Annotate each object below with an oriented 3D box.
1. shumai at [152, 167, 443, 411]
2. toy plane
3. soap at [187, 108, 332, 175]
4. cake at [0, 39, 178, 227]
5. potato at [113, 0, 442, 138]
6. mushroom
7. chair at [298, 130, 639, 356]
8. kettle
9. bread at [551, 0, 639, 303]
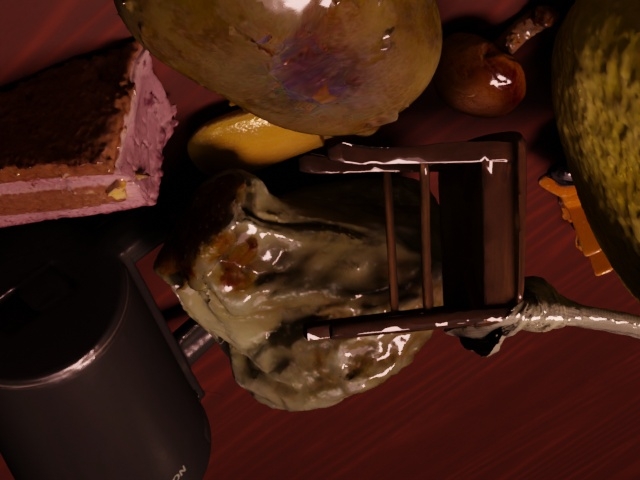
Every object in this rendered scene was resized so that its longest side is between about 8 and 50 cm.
[{"bbox_3d":[0.000,0.000,1.540,0.260,0.225,0.222,-42,122,-29],"label":"shumai"},{"bbox_3d":[0.378,-0.083,1.667,0.316,0.103,0.204,-28,148,9],"label":"toy plane"},{"bbox_3d":[-0.035,-0.099,1.515,0.168,0.033,0.089,-20,154,6],"label":"soap"},{"bbox_3d":[-0.257,-0.055,1.432,0.295,0.113,0.116,-18,146,14],"label":"cake"},{"bbox_3d":[-0.025,-0.180,1.268,0.210,0.173,0.307,-30,143,19],"label":"potato"},{"bbox_3d":[0.150,-0.155,1.480,0.088,0.073,0.129,45,116,-8],"label":"mushroom"},{"bbox_3d":[0.151,0.005,1.406,0.319,0.186,0.160,-1,178,-11],"label":"chair"},{"bbox_3d":[-0.203,0.126,1.640,0.262,0.203,0.308,-14,145,0],"label":"kettle"},{"bbox_3d":[0.379,-0.089,1.455,0.307,0.348,0.348,-22,150,-14],"label":"bread"}]
